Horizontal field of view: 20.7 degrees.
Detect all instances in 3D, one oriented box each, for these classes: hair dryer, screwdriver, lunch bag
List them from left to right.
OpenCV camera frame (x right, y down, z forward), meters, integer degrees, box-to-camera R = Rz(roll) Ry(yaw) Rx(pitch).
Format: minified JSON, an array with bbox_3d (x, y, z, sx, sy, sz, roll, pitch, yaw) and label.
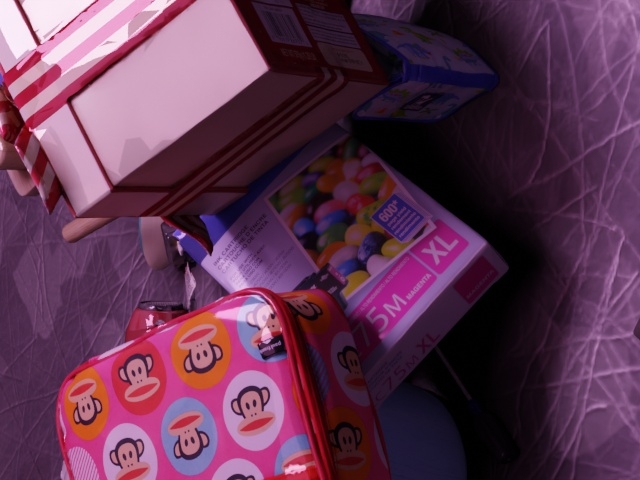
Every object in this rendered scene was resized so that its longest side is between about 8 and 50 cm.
[{"bbox_3d":[-0.176,0.140,1.864,0.223,0.080,0.293,-87,2,-46],"label":"hair dryer"},{"bbox_3d":[-0.082,0.194,1.493,0.293,0.120,0.258,-25,74,35],"label":"lunch bag"},{"bbox_3d":[0.069,-0.158,1.616,0.151,0.129,0.096,12,99,46],"label":"lunch bag"},{"bbox_3d":[0.131,0.139,1.628,0.170,0.025,0.024,55,128,32],"label":"screwdriver"}]

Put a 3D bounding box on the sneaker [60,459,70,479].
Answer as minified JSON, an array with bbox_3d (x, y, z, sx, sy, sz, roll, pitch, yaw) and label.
[{"bbox_3d":[-0.262,0.307,2.033,0.092,0.087,0.228,36,109,50],"label":"sneaker"}]

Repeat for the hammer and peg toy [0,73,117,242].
[{"bbox_3d":[-0.262,-0.166,1.798,0.266,0.127,0.361,-38,69,32],"label":"hammer and peg toy"}]

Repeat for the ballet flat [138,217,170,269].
[{"bbox_3d":[-0.143,-0.078,1.887,0.086,0.086,0.248,25,116,45],"label":"ballet flat"}]

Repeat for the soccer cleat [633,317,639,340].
[{"bbox_3d":[0.370,0.002,1.313,0.143,0.116,0.331,40,122,22],"label":"soccer cleat"}]

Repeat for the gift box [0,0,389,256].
[{"bbox_3d":[-0.128,-0.144,1.499,0.258,0.255,0.276,-33,71,25],"label":"gift box"}]

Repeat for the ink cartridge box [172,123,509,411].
[{"bbox_3d":[0.000,0.000,1.595,0.186,0.065,0.311,-47,51,-3],"label":"ink cartridge box"}]

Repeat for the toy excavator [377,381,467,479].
[{"bbox_3d":[0.009,0.151,1.665,0.433,0.222,0.445,29,98,45],"label":"toy excavator"}]
